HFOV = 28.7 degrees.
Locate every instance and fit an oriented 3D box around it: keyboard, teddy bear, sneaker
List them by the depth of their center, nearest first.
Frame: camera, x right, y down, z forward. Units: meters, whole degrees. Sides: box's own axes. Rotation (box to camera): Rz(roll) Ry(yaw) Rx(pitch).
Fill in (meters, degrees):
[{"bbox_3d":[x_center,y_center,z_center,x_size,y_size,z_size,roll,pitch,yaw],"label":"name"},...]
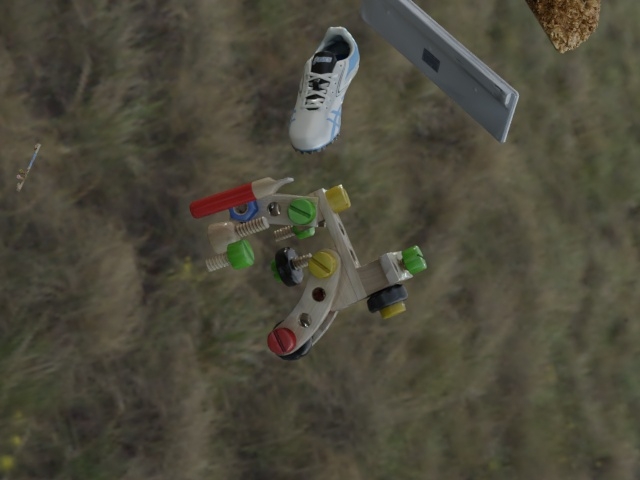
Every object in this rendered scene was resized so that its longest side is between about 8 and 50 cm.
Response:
[{"bbox_3d":[0.126,-0.209,1.392,0.256,0.014,0.072,47,-28,30],"label":"keyboard"},{"bbox_3d":[0.295,-0.431,1.766,0.338,0.113,0.245,61,15,15],"label":"teddy bear"},{"bbox_3d":[-0.001,-0.226,1.883,0.086,0.085,0.237,68,30,-46],"label":"sneaker"}]

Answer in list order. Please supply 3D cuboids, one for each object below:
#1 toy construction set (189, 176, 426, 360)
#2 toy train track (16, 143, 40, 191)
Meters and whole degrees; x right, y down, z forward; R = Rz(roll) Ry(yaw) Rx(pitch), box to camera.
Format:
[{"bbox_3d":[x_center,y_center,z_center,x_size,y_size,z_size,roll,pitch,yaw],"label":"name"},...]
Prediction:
[{"bbox_3d":[0.000,0.000,1.677,0.309,0.237,0.257,45,31,-56],"label":"toy construction set"},{"bbox_3d":[-0.450,-0.114,1.913,0.014,0.048,0.083,25,62,-13],"label":"toy train track"}]
